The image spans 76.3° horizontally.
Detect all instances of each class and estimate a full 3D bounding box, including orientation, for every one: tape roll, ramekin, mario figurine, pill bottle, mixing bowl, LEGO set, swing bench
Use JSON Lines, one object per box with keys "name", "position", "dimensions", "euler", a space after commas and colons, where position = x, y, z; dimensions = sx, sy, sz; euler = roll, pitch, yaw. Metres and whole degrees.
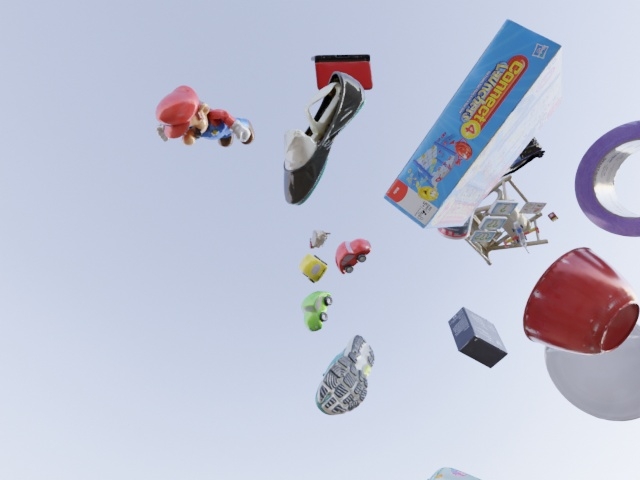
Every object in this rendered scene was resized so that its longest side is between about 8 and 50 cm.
{"name": "tape roll", "position": [0.540, -0.100, 0.677], "dimensions": [0.080, 0.189, 0.189], "euler": [-3, -52, -31]}
{"name": "ramekin", "position": [0.749, 0.313, 1.064], "dimensions": [0.127, 0.273, 0.273], "euler": [3, -51, -40]}
{"name": "mario figurine", "position": [-0.331, -0.307, 1.162], "dimensions": [0.198, 0.170, 0.320], "euler": [-40, -15, 22]}
{"name": "pill bottle", "position": [0.443, -0.103, 1.319], "dimensions": [0.107, 0.108, 0.180], "euler": [-5, -58, -5]}
{"name": "mixing bowl", "position": [0.426, 0.111, 0.645], "dimensions": [0.181, 0.098, 0.182], "euler": [-12, -63, -24]}
{"name": "LEGO set", "position": [0.616, -0.041, 1.272], "dimensions": [0.244, 0.060, 0.183], "euler": [1, -42, -14]}
{"name": "swing bench", "position": [0.682, -0.071, 1.570], "dimensions": [0.253, 0.165, 0.254], "euler": [39, -46, -24]}

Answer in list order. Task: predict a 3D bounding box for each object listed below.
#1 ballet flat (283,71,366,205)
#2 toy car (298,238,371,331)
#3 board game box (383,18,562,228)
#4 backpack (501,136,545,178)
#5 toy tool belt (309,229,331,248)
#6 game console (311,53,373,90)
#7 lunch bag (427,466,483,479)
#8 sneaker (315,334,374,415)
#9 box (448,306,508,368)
{"name": "ballet flat", "position": [-0.015, -0.207, 0.794], "dimensions": [0.096, 0.095, 0.281], "euler": [36, -102, -39]}
{"name": "toy car", "position": [0.002, 0.102, 0.965], "dimensions": [0.053, 0.225, 0.238], "euler": [36, -35, -29]}
{"name": "board game box", "position": [0.281, -0.167, 0.720], "dimensions": [0.308, 0.086, 0.302], "euler": [-6, -47, -59]}
{"name": "backpack", "position": [0.492, -0.230, 1.129], "dimensions": [0.173, 0.158, 0.117], "euler": [-31, -89, -8]}
{"name": "toy tool belt", "position": [0.000, 0.000, 1.223], "dimensions": [0.051, 0.052, 0.083], "euler": [-3, -29, -18]}
{"name": "game console", "position": [0.053, -0.432, 1.048], "dimensions": [0.143, 0.124, 0.085], "euler": [-4, -67, -8]}
{"name": "lunch bag", "position": [0.345, 0.675, 0.994], "dimensions": [0.223, 0.108, 0.279], "euler": [4, -4, 34]}
{"name": "sneaker", "position": [0.054, 0.335, 0.983], "dimensions": [0.110, 0.275, 0.107], "euler": [-43, -96, 24]}
{"name": "box", "position": [0.562, 0.348, 1.468], "dimensions": [0.155, 0.158, 0.093], "euler": [29, -64, -14]}
